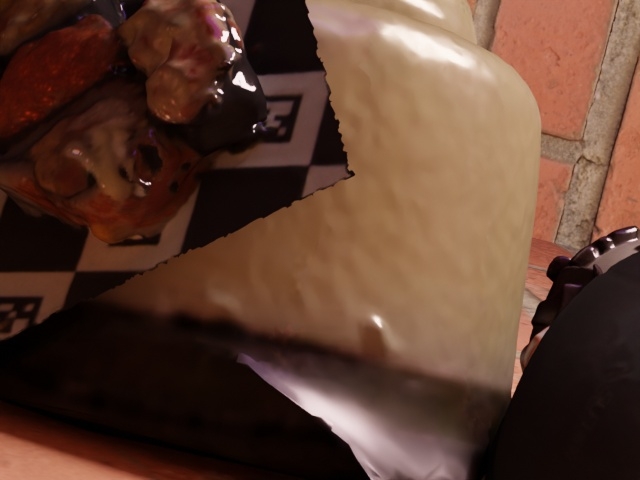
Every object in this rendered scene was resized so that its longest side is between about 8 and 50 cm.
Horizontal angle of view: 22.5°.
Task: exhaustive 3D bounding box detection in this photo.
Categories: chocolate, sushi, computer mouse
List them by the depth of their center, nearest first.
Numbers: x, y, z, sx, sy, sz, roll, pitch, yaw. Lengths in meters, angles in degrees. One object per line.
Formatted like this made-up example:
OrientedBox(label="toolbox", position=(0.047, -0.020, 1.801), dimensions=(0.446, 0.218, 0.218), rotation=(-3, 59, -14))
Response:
OrientedBox(label="sushi", position=(-0.149, -0.096, 0.843), dimensions=(0.059, 0.294, 0.292), rotation=(52, 17, -50))
OrientedBox(label="computer mouse", position=(0.193, 0.065, 0.851), dimensions=(0.138, 0.086, 0.270), rotation=(28, 52, 38))
OrientedBox(label="chocolate", position=(-0.025, -0.029, 0.951), dimensions=(0.314, 0.297, 0.326), rotation=(10, 5, 15))

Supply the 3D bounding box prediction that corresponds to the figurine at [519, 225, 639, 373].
OrientedBox(label="figurine", position=(0.256, 0.104, 0.998), dimensions=(0.281, 0.167, 0.370), rotation=(-1, 19, -26))
